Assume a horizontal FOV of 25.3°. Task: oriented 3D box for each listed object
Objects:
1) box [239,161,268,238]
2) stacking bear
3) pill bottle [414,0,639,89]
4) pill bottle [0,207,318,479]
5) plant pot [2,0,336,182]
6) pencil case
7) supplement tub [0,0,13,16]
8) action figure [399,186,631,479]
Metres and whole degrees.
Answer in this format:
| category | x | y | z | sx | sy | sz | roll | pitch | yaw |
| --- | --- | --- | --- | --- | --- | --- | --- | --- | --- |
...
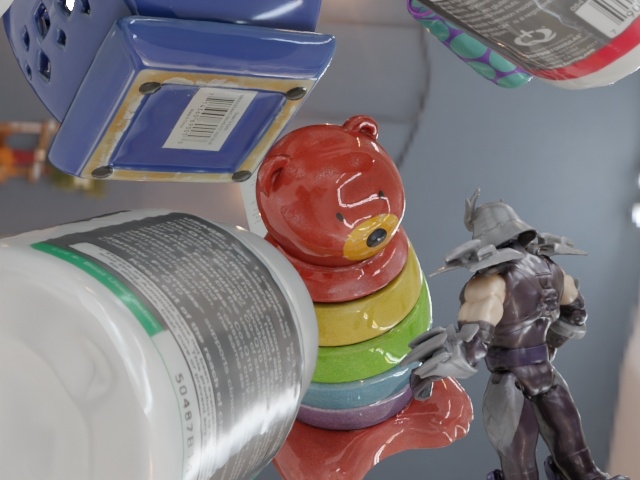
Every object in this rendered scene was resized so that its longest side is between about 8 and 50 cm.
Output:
| category | x | y | z | sx | sy | sz | roll | pitch | yaw |
| --- | --- | --- | --- | --- | --- | --- | --- | --- | --- |
| box | 0.000 | 0.000 | 1.525 | 0.130 | 0.091 | 0.170 | 26 | 41 | -50 |
| stacking bear | 0.015 | 0.037 | 1.146 | 0.164 | 0.175 | 0.289 | 49 | -26 | 45 |
| pill bottle | 0.096 | -0.237 | 0.924 | 0.176 | 0.319 | 0.176 | -29 | -131 | 39 |
| pill bottle | -0.126 | 0.086 | 0.878 | 0.361 | 0.204 | 0.204 | -21 | 115 | -74 |
| plant pot | -0.128 | -0.182 | 1.267 | 0.236 | 0.236 | 0.212 | -50 | -133 | 48 |
| pencil case | 0.158 | -0.217 | 1.450 | 0.064 | 0.152 | 0.070 | -15 | -127 | 43 |
| supplement tub | -0.373 | -0.273 | 1.030 | 0.316 | 0.228 | 0.228 | 30 | -50 | 31 |
| action figure | 0.138 | 0.102 | 0.986 | 0.099 | 0.185 | 0.285 | -17 | -97 | 49 |
